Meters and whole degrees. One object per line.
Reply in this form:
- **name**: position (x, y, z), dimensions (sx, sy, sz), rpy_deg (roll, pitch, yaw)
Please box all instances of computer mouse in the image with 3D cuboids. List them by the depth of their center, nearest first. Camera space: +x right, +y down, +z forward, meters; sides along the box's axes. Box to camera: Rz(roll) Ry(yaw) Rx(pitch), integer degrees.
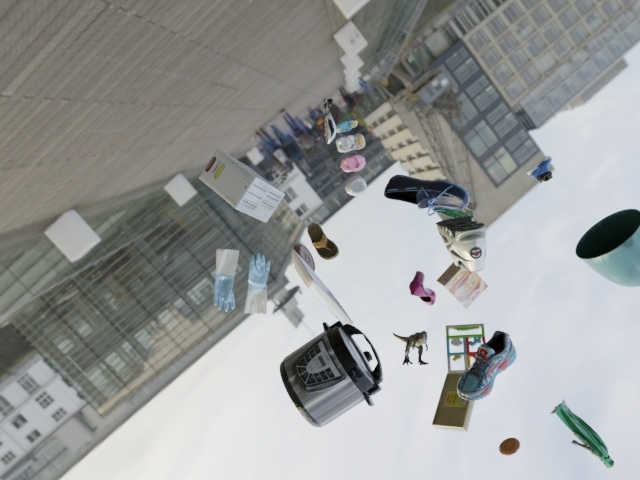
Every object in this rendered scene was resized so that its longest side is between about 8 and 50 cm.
- **computer mouse**: position (0.042, -0.506, 2.068), dimensions (0.042, 0.193, 0.106), rpy_deg (-3, 174, -13)

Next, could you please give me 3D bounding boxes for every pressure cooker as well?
- **pressure cooker**: position (0.067, 0.595, 2.228), dimensions (0.420, 0.370, 0.375), rpy_deg (-33, -165, 4)

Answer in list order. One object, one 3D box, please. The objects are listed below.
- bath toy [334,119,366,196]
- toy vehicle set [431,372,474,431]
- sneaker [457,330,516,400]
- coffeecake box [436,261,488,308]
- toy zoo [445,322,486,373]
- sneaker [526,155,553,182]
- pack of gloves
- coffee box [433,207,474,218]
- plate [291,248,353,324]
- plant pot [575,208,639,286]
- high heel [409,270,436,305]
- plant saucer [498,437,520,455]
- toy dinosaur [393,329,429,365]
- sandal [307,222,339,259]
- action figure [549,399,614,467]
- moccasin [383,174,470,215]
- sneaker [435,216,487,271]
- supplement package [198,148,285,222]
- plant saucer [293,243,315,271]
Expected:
- **bath toy**: position (0.147, -0.381, 2.277), dimensions (0.151, 0.349, 0.129), rpy_deg (-11, -174, -14)
- **toy vehicle set**: position (0.615, 0.724, 2.188), dimensions (0.166, 0.035, 0.267), rpy_deg (-17, -144, 48)
- **sneaker**: position (0.508, 0.382, 1.521), dimensions (0.262, 0.125, 0.104), rpy_deg (-39, -147, -26)
- **coffeecake box**: position (0.616, 0.186, 2.101), dimensions (0.142, 0.185, 0.068), rpy_deg (-47, -152, 0)
- **toy zoo**: position (0.722, 0.557, 2.388), dimensions (0.192, 0.030, 0.293), rpy_deg (-8, -123, 20)
- **sneaker**: position (0.932, -0.289, 2.007), dimensions (0.152, 0.085, 0.058), rpy_deg (-31, 160, -30)
- **pack of gloves**: position (-0.282, 0.153, 1.724), dimensions (0.194, 0.232, 0.046), rpy_deg (5, -170, -3)
- **coffee box**: position (0.600, -0.132, 2.184), dimensions (0.113, 0.184, 0.041), rpy_deg (-59, 171, -65)
- **plate**: position (-0.005, 0.186, 1.862), dimensions (0.045, 0.278, 0.277), rpy_deg (-41, -149, 0)
- **plant pot**: position (1.273, 0.052, 2.021), dimensions (0.293, 0.235, 0.293), rpy_deg (-45, -174, 6)
- **high heel**: position (0.437, 0.244, 2.080), dimensions (0.082, 0.244, 0.117), rpy_deg (8, -124, 28)
- **plant saucer**: position (0.708, 0.771, 1.817), dimensions (0.083, 0.013, 0.083), rpy_deg (-34, -173, 5)
- **toy dinosaur**: position (0.326, 0.378, 1.705), dimensions (0.064, 0.118, 0.268), rpy_deg (-1, 168, -16)
- **sandal**: position (0.000, 0.000, 1.741), dimensions (0.072, 0.180, 0.049), rpy_deg (-38, 147, 5)
- **action figure**: position (0.878, 0.652, 1.615), dimensions (0.137, 0.232, 0.063), rpy_deg (-7, 139, -49)
- **moccasin**: position (0.410, -0.164, 1.908), dimensions (0.341, 0.138, 0.117), rpy_deg (13, -128, 37)
- **sneaker**: position (0.419, 0.011, 1.436), dimensions (0.122, 0.146, 0.330), rpy_deg (-11, -171, 11)
- **supplement package**: position (-0.315, -0.219, 1.938), dimensions (0.145, 0.262, 0.204), rpy_deg (-56, 148, 6)
- **plant saucer**: position (-0.068, 0.088, 2.209), dimensions (0.029, 0.169, 0.168), rpy_deg (-24, -167, 18)
